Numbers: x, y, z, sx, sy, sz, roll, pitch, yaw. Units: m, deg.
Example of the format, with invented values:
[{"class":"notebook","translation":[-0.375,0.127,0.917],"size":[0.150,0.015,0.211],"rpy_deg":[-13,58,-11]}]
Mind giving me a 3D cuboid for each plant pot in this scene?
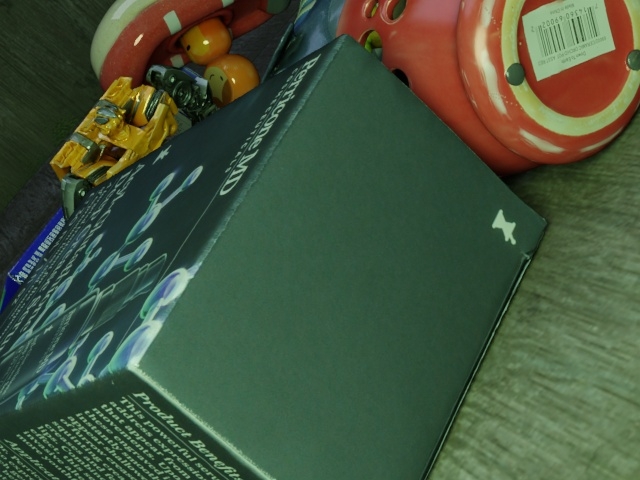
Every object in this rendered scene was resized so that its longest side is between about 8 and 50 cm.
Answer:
[{"class":"plant pot","translation":[0.132,-0.135,1.050],"size":[0.191,0.191,0.174],"rpy_deg":[-54,27,-16]}]

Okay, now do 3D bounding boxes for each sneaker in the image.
[{"class":"sneaker","translation":[-0.007,-0.165,1.517],"size":[0.236,0.130,0.323],"rpy_deg":[-58,9,0]}]

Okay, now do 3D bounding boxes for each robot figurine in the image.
[{"class":"robot figurine","translation":[-0.158,-0.035,1.376],"size":[0.085,0.291,0.211],"rpy_deg":[21,65,31]}]

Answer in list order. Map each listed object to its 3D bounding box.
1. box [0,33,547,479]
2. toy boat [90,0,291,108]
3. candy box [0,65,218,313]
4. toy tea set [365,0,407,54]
[{"class":"box","translation":[-0.081,0.078,1.050],"size":[0.395,0.212,0.293],"rpy_deg":[-23,30,51]},{"class":"toy boat","translation":[-0.117,-0.200,1.483],"size":[0.231,0.151,0.151],"rpy_deg":[-29,-9,-8]},{"class":"candy box","translation":[-0.224,-0.010,1.611],"size":[0.317,0.122,0.268],"rpy_deg":[-55,2,-26]},{"class":"toy tea set","translation":[0.068,-0.216,1.315],"size":[0.124,0.200,0.336],"rpy_deg":[5,54,33]}]
